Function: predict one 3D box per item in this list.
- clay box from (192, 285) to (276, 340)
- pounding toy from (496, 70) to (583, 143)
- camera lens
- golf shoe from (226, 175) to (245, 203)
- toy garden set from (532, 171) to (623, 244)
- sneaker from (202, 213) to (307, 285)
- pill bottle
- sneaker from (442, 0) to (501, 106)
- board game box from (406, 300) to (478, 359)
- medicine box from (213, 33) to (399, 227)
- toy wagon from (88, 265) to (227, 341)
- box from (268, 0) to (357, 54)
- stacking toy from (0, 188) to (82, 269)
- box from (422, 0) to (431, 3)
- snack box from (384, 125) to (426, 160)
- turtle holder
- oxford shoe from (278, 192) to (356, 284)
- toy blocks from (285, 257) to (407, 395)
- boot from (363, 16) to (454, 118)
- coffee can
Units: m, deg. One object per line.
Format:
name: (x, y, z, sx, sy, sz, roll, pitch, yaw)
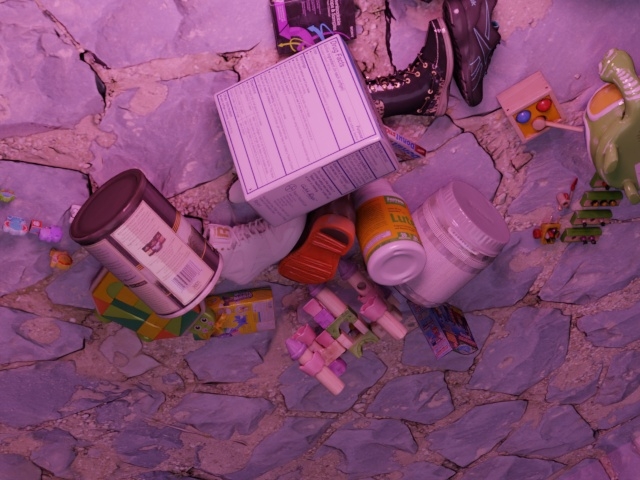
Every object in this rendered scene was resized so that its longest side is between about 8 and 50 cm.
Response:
clay box: (-0.233, 0.195, 2.195, 0.222, 0.053, 0.127, -8, 135, -6)
pounding toy: (0.491, -0.284, 1.862, 0.130, 0.100, 0.141, -30, 136, 16)
camera lens: (0.295, 0.015, 2.034, 0.219, 0.219, 0.274, 23, 126, -34)
golf shoe: (-0.117, -0.114, 1.871, 0.198, 0.094, 0.077, -19, 139, 6)
toy garden set: (0.688, -0.073, 2.185, 0.203, 0.049, 0.244, -2, 136, -15)
sneaker: (-0.175, -0.006, 1.959, 0.169, 0.108, 0.292, 22, 128, -38)
pill bottle: (0.148, -0.028, 1.926, 0.136, 0.246, 0.136, -9, 138, -8)
sneaker: (0.321, -0.386, 1.704, 0.106, 0.101, 0.267, -19, 138, 0)
board game box: (0.348, 0.256, 2.328, 0.194, 0.194, 0.060, 26, 124, -36)
medicine box: (-0.030, -0.214, 1.644, 0.289, 0.264, 0.149, -24, 153, 10)
toy wagon: (-0.388, 0.151, 2.058, 0.344, 0.068, 0.267, 30, 123, -22)
box: (-0.012, -0.428, 1.612, 0.162, 0.029, 0.116, -14, 138, -4)
stacking toy: (-0.639, -0.021, 1.846, 0.221, 0.052, 0.167, 14, 130, -28)
box: (0.163, -0.519, 1.491, 0.180, 0.078, 0.147, 11, 157, -26)
snack box: (0.159, -0.219, 1.852, 0.064, 0.022, 0.178, -4, 162, 43)
turtle holder: (0.683, -0.258, 1.853, 0.320, 0.227, 0.243, 19, 129, -31)
oxford shoe: (0.000, 0.000, 2.008, 0.130, 0.133, 0.364, 22, 148, -15)
toy blocks: (0.037, 0.188, 2.188, 0.260, 0.309, 0.288, 44, 103, -9)
boot: (0.177, -0.342, 1.719, 0.178, 0.085, 0.236, -9, 139, -4)
coffee can: (-0.373, 0.010, 1.805, 0.201, 0.202, 0.275, -30, 123, 16)
